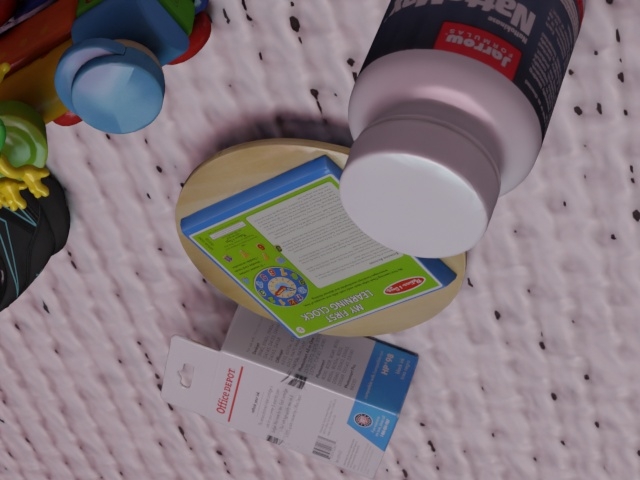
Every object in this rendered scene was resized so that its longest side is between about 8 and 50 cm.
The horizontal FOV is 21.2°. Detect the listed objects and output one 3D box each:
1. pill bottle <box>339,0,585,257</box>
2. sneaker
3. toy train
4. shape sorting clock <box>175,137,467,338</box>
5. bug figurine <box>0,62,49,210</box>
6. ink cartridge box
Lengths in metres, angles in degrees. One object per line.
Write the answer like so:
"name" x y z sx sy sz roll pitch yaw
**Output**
"pill bottle" 0.075 -0.083 0.934 0.108 0.180 0.108 14 142 11
"sneaker" -0.265 -0.059 1.199 0.101 0.106 0.267 -2 135 32
"toy train" -0.187 -0.086 1.047 0.248 0.143 0.105 -27 123 22
"shape sorting clock" 0.000 0.000 1.187 0.206 0.040 0.206 11 139 10
"bug figurine" -0.280 -0.089 0.980 0.216 0.072 0.279 -20 95 32
"ink cartridge box" -0.026 0.107 1.313 0.180 0.060 0.104 20 143 3
